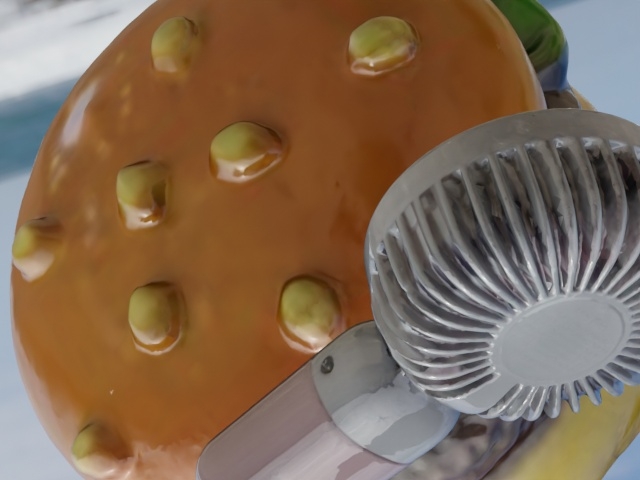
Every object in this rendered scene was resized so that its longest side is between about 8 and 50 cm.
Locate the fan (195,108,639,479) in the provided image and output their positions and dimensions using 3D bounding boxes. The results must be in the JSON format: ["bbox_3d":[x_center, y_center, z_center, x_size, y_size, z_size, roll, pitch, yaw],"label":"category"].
[{"bbox_3d":[0.044,0.044,0.734,0.244,0.074,0.130,-39,133,25],"label":"fan"}]

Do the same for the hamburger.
[{"bbox_3d":[0.000,0.000,1.112,0.395,0.396,0.277,-15,150,31],"label":"hamburger"}]
